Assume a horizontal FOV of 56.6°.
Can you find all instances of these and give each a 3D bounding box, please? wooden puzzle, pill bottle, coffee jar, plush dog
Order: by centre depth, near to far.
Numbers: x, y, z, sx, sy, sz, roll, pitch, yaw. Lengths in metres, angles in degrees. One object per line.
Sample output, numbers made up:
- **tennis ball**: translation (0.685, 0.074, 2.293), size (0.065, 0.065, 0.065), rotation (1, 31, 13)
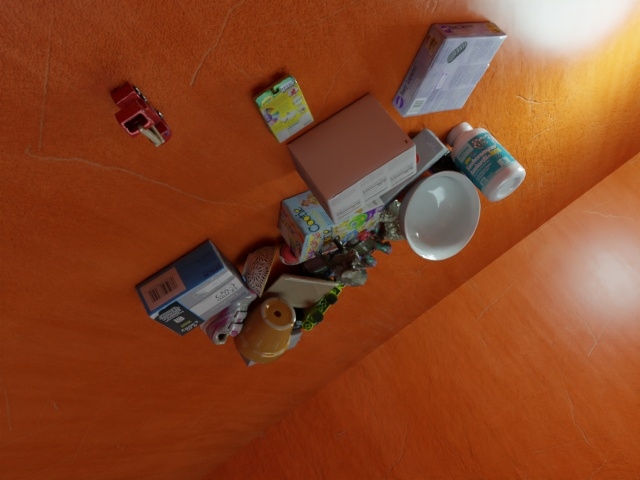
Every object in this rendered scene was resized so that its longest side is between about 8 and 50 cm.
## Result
- **pill bottle**: translation (0.525, -0.263, 1.931), size (0.146, 0.264, 0.146), rotation (-29, 154, -16)
- **wooden puzzle**: translation (-0.085, 0.176, 2.105), size (0.221, 0.044, 0.239), rotation (12, 147, -30)
- **plush dog**: translation (0.305, -0.064, 2.142), size (0.263, 0.210, 0.225), rotation (-24, 179, -19)
- **coffee jar**: translation (-0.025, 0.123, 2.151), size (0.096, 0.079, 0.184), rotation (-21, 152, -19)

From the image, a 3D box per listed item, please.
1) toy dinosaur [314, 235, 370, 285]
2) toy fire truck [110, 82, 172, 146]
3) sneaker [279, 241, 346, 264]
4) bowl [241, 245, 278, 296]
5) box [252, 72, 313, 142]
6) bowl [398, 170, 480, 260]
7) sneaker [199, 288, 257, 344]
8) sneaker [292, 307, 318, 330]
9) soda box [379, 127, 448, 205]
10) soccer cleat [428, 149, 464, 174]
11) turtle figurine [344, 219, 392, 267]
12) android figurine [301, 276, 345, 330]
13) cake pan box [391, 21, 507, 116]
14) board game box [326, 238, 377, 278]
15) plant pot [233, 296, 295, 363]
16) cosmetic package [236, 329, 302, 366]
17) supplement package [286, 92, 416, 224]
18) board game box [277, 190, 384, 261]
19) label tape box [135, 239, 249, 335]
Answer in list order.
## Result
- **toy dinosaur**: translation (0.081, 0.085, 1.785), size (0.121, 0.160, 0.313), rotation (-34, 158, 3)
- **toy fire truck**: translation (-0.325, -0.219, 1.104), size (0.047, 0.135, 0.192), rotation (-35, 155, 1)
- **sneaker**: translation (0.000, 0.000, 1.893), size (0.279, 0.107, 0.118), rotation (-30, 180, -12)
- **bowl**: translation (-0.194, 0.084, 1.838), size (0.080, 0.170, 0.170), rotation (18, 139, -4)
- **box**: translation (-0.087, -0.305, 1.361), size (0.105, 0.043, 0.179), rotation (-34, 158, -1)
- **bowl**: translation (0.365, -0.094, 1.949), size (0.298, 0.134, 0.297), rotation (-9, 111, -24)
- **sneaker**: translation (-0.296, 0.263, 2.023), size (0.252, 0.111, 0.103), rotation (-46, 153, 22)
- **sneaker**: translation (-0.128, 0.314, 2.369), size (0.124, 0.107, 0.283), rotation (-35, 153, 31)
- **soda box**: translation (0.261, -0.218, 1.865), size (0.286, 0.091, 0.098), rotation (-44, 170, 17)
- **soccer cleat**: translation (0.468, -0.251, 2.083), size (0.318, 0.108, 0.116), rotation (-13, 157, -40)
- **turtle figurine**: translation (0.145, 0.005, 2.036), size (0.175, 0.118, 0.234), rotation (-26, 141, 23)
- **android figurine**: translation (0.006, 0.228, 2.261), size (0.248, 0.056, 0.273), rotation (-53, -173, 1)
- **cake pan box**: translation (0.342, -0.454, 1.601), size (0.246, 0.070, 0.266), rotation (-15, 149, -32)
- **board game box**: translation (0.122, 0.055, 2.239), size (0.194, 0.060, 0.194), rotation (-1, 138, -53)
- **plant pot**: translation (-0.180, 0.298, 2.080), size (0.205, 0.205, 0.188), rotation (-14, 154, -38)
- **cosmetic package**: translation (-0.204, 0.405, 2.409), size (0.238, 0.107, 0.127), rotation (-19, 151, -36)
- **supplement package**: translation (0.083, -0.212, 1.544), size (0.262, 0.204, 0.145), rotation (-33, 156, -5)
- **board game box**: translation (0.028, -0.073, 1.795), size (0.275, 0.144, 0.142), rotation (-23, 153, -24)
- **label tape box**: translation (-0.354, 0.166, 1.782), size (0.249, 0.115, 0.347), rotation (-33, 154, -3)
